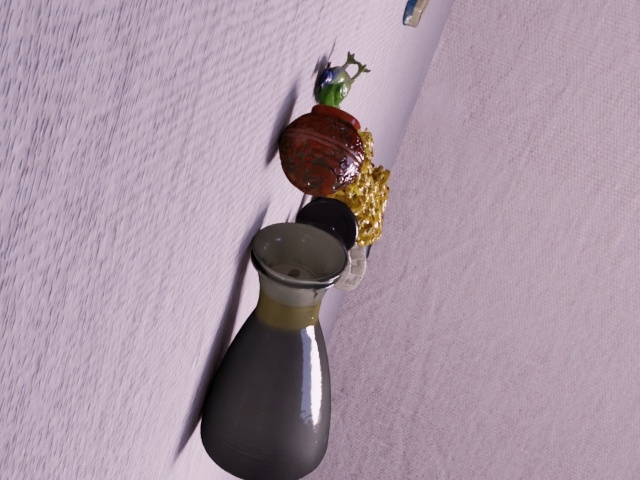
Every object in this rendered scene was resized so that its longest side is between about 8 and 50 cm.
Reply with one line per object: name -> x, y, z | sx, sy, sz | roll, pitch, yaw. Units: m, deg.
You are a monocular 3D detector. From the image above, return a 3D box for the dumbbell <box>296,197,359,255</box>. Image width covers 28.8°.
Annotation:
dumbbell -> 0.000, 0.000, 1.824 | 0.208, 0.099, 0.099 | -63, 173, -59

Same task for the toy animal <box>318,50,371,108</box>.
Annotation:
toy animal -> 0.025, -0.194, 1.574 | 0.075, 0.041, 0.217 | -50, 175, -6

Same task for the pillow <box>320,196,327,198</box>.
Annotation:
pillow -> 0.009, -0.028, 2.077 | 0.229, 0.051, 0.128 | -66, 163, -48

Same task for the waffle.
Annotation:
waffle -> 0.064, -0.087, 2.021 | 0.193, 0.070, 0.197 | -12, 106, -72

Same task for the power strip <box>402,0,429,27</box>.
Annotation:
power strip -> 0.187, -0.453, 2.313 | 0.056, 0.032, 0.123 | 101, 12, -58

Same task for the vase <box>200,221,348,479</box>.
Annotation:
vase -> -0.053, 0.140, 1.584 | 0.173, 0.173, 0.321 | -61, 165, -56

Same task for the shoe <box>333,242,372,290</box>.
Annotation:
shoe -> 0.068, -0.016, 2.486 | 0.125, 0.099, 0.228 | -43, 150, -72

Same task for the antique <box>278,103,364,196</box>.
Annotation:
antique -> 0.000, -0.098, 1.402 | 0.104, 0.104, 0.104 | 21, 90, -85
